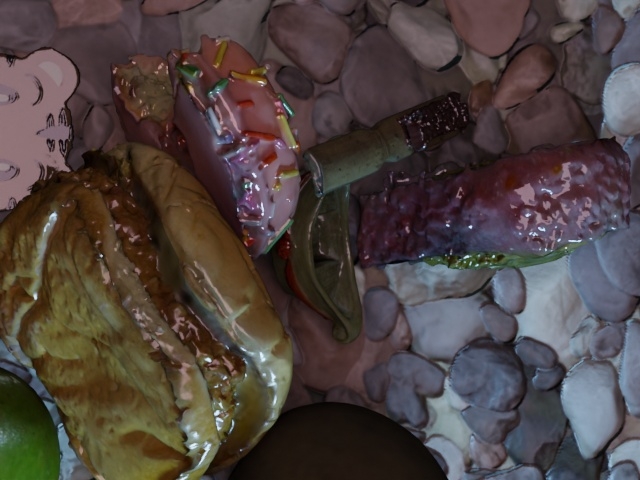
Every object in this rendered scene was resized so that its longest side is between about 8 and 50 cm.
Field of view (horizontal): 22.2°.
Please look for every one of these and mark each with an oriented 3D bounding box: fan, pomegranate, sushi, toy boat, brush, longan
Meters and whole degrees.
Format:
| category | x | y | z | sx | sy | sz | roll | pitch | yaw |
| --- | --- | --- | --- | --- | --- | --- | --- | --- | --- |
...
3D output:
| category | x | y | z | sx | sy | sz | roll | pitch | yaw |
| --- | --- | --- | --- | --- | --- | --- | --- | --- | --- |
| fan | -0.325 | -0.095 | 1.438 | 0.226 | 0.008 | 0.153 | -1 | 87 | -10 |
| pomegranate | -0.298 | 0.158 | 1.350 | 0.159 | 0.190 | 0.241 | 4 | 53 | -19 |
| sushi | 0.158 | -0.027 | 1.427 | 0.241 | 0.161 | 0.108 | -10 | 89 | -10 |
| toy boat | -0.001 | -0.001 | 1.439 | 0.071 | 0.089 | 0.185 | 2 | 101 | 27 |
| brush | 0.063 | -0.088 | 1.399 | 0.036 | 0.248 | 0.043 | -25 | 90 | 35 |
| longan | 0.007 | 0.259 | 1.360 | 0.248 | 0.248 | 0.248 | 1 | 86 | -8 |

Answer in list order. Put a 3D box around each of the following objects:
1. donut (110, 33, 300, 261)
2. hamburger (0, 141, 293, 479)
| category | x | y | z | sx | sy | sz | roll | pitch | yaw |
| --- | --- | --- | --- | --- | --- | --- | --- | --- | --- |
| donut | -0.088 | -0.075 | 1.369 | 0.085 | 0.233 | 0.199 | -27 | 104 | -23 |
| hamburger | -0.149 | 0.064 | 1.339 | 0.144 | 0.259 | 0.283 | -31 | 87 | -37 |
